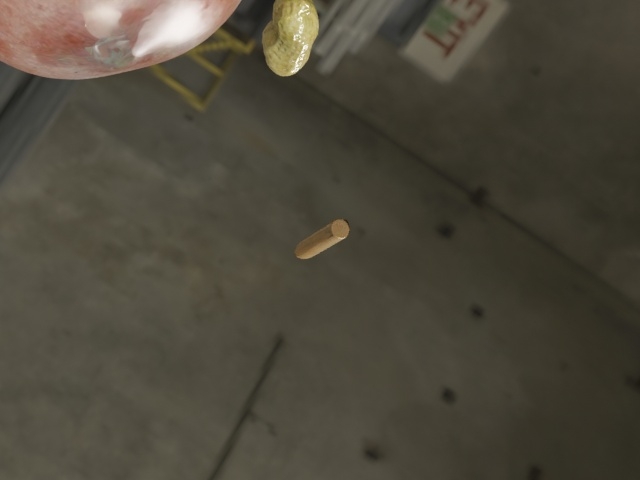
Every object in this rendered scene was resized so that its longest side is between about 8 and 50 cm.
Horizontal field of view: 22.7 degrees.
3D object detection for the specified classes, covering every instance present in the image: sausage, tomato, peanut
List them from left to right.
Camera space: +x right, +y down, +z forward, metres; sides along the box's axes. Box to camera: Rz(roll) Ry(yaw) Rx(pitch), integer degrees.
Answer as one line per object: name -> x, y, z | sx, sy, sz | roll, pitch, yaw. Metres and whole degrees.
tomato -> -0.171, -0.234, 1.181 | 0.270, 0.270, 0.227 | -44, -127, 56
peanut -> -0.030, -0.206, 1.581 | 0.113, 0.054, 0.054 | 109, 7, -57
sausage -> 0.000, 0.000, 1.886 | 0.026, 0.026, 0.116 | -61, -166, -25
